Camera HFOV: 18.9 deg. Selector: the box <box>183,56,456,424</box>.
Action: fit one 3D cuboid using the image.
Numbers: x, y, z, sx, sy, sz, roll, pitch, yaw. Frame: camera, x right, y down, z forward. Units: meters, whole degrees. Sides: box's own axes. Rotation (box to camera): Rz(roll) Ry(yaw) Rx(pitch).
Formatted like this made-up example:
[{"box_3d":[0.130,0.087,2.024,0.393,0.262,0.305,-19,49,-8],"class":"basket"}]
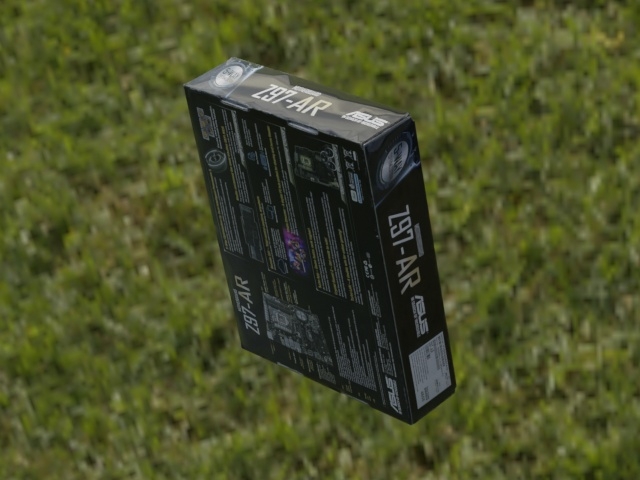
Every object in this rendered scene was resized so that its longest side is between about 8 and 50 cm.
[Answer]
[{"box_3d":[0.000,0.000,0.492,0.018,0.083,0.067,-33,36,-33],"class":"box"}]
